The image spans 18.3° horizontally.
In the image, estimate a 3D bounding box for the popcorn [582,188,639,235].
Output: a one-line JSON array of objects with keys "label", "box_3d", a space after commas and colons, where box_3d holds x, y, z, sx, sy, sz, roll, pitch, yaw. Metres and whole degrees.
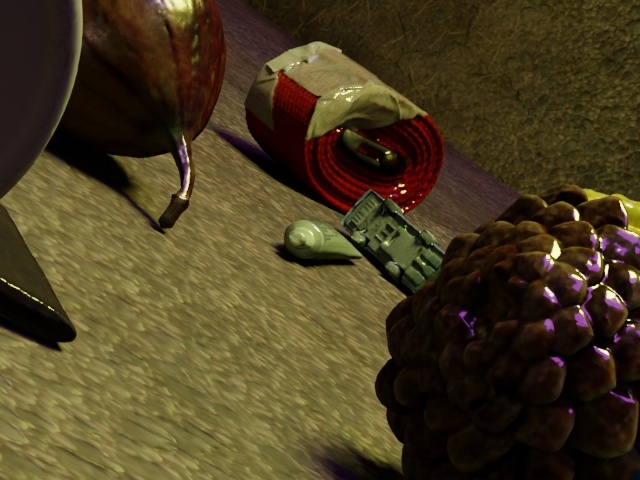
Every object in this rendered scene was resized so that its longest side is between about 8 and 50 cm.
[{"label": "popcorn", "box_3d": [0.322, 0.041, 2.074, 0.225, 0.173, 0.286, 29, 5, 30]}]

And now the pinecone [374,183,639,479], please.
[{"label": "pinecone", "box_3d": [0.134, 0.081, 1.040, 0.204, 0.184, 0.179, 30, 20, -37]}]

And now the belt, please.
[{"label": "belt", "box_3d": [0.018, -0.108, 1.918, 0.124, 0.128, 0.201, 39, 7, 41]}]

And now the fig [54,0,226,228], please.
[{"label": "fig", "box_3d": [-0.125, -0.124, 1.365, 0.202, 0.149, 0.148, 23, 38, 39]}]

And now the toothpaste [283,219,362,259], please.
[{"label": "toothpaste", "box_3d": [0.000, 0.000, 1.568, 0.048, 0.029, 0.197, 37, 6, 8]}]

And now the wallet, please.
[{"label": "wallet", "box_3d": [-0.166, 0.000, 0.951, 0.082, 0.018, 0.156, 29, 9, -31]}]

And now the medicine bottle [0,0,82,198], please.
[{"label": "medicine bottle", "box_3d": [-0.227, -0.132, 0.838, 0.208, 0.208, 0.339, 28, 10, -30]}]

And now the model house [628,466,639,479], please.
[{"label": "model house", "box_3d": [0.232, 0.183, 0.827, 0.329, 0.252, 0.295, -3, 57, -39]}]

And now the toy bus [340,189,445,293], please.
[{"label": "toy bus", "box_3d": [0.075, 0.011, 1.725, 0.061, 0.051, 0.153, 43, 1, -35]}]
